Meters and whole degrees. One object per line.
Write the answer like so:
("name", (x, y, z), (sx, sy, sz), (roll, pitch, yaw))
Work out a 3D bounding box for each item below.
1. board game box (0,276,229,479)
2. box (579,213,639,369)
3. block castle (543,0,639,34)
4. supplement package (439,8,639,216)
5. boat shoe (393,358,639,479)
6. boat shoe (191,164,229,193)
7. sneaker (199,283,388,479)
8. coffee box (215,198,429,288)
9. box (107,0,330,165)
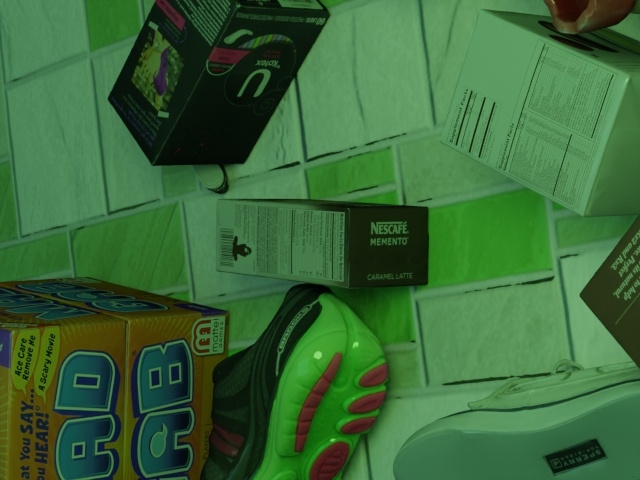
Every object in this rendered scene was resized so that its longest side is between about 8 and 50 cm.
("board game box", (-0.382, 0.258, 2.207), (0.356, 0.356, 0.356), (10, 99, 47))
("box", (0.393, 0.046, 1.455), (0.167, 0.203, 0.168), (55, 128, 31))
("block castle", (0.192, -0.385, 1.547), (0.453, 0.213, 0.303), (-147, 55, -61))
("supplement package", (0.273, -0.130, 1.584), (0.203, 0.194, 0.149), (32, 115, 41))
("boat shoe", (0.253, 0.192, 1.668), (0.367, 0.156, 0.135), (-24, 102, 34))
("boat shoe", (-0.163, -0.118, 2.180), (0.046, 0.038, 0.125), (-34, 63, 4))
("sneaker", (-0.064, 0.256, 2.024), (0.482, 0.185, 0.202), (-58, 35, 28))
("coffee box", (0.000, 0.000, 1.933), (0.246, 0.141, 0.098), (5, 96, 46))
("box", (-0.137, -0.241, 2.050), (0.143, 0.165, 0.270), (54, 129, 30))
